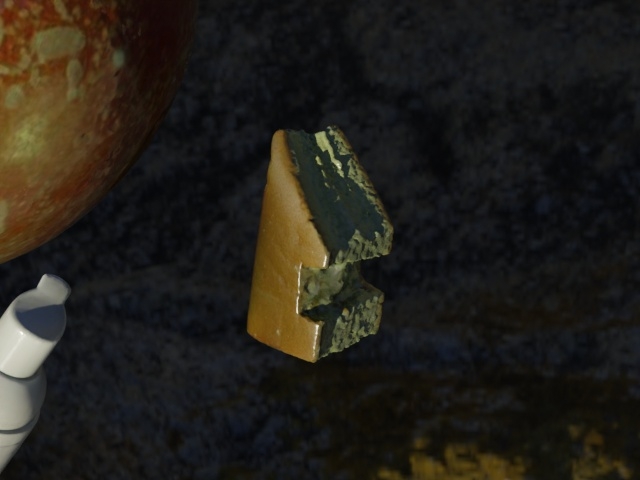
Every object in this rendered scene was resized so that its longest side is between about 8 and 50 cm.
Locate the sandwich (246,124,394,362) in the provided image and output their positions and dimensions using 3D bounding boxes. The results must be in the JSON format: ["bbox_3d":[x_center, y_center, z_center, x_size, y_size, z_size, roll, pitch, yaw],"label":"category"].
[{"bbox_3d":[0.000,0.000,1.637,0.122,0.236,0.128,-14,26,-43],"label":"sandwich"}]

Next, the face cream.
[{"bbox_3d":[-0.412,0.196,1.774,0.145,0.370,0.145,28,28,-17],"label":"face cream"}]

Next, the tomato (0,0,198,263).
[{"bbox_3d":[-0.194,-0.093,0.619,0.270,0.270,0.223,26,94,25],"label":"tomato"}]
